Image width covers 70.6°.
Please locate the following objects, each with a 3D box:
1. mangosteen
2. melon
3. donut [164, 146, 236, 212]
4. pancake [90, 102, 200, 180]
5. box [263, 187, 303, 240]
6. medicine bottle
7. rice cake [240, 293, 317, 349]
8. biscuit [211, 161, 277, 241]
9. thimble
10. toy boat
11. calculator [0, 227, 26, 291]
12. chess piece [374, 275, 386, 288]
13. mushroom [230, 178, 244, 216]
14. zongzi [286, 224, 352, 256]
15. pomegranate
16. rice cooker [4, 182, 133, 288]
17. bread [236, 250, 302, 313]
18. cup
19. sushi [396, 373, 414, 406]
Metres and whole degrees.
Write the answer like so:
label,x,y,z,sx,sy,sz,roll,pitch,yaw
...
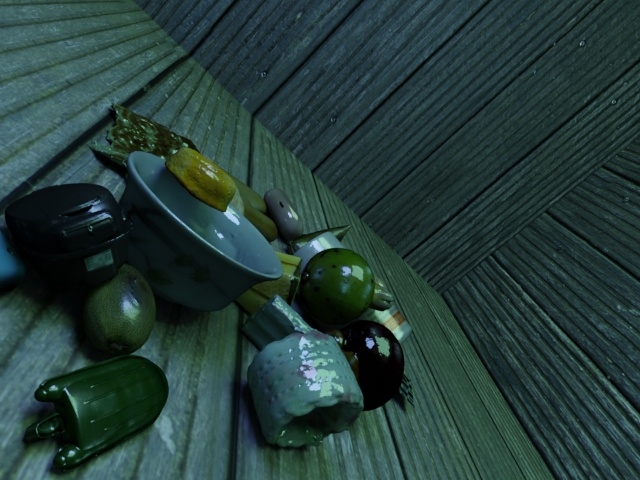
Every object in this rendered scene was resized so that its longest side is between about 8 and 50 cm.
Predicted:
label,x,y,z,sx,sy,sz,roll,pitch,yaw
mangosteen,0.070,0.284,1.054,0.249,0.211,0.211,17,27,-22
melon,-0.296,0.096,0.667,0.099,0.099,0.162,35,18,-41
donut,-0.228,-0.123,0.884,0.152,0.058,0.152,39,7,-5
pancake,-0.438,-0.218,1.197,0.304,0.067,0.427,30,22,-30
box,-0.131,-0.092,1.604,0.200,0.088,0.146,57,-13,21
medicine bottle,0.070,0.174,1.295,0.371,0.211,0.211,52,15,13
rice cake,-0.054,0.233,0.959,0.237,0.127,0.043,50,25,-2
biscuit,-0.261,-0.129,1.440,0.290,0.062,0.237,37,17,-42
thimble,-0.028,0.277,0.827,0.211,0.185,0.149,82,-15,-49
toy boat,-0.262,0.203,0.572,0.104,0.052,0.210,66,17,8
calculator,-0.466,0.010,0.487,0.173,0.051,0.293,47,14,2
chess piece,0.116,0.181,1.623,0.260,0.143,0.143,15,35,-53
mushroom,-0.265,-0.092,1.177,0.127,0.166,0.166,-9,43,-19
zongzi,-0.002,-0.001,1.565,0.094,0.204,0.205,62,18,15
pomegranate,0.064,0.119,1.115,0.247,0.202,0.202,20,24,-20
rice cooker,-0.354,-0.014,0.642,0.142,0.119,0.203,-27,38,-36
bread,-0.183,0.103,1.096,0.263,0.163,0.168,15,16,2
cup,-0.251,0.008,0.848,0.347,0.163,0.347,41,6,-6
sushi,0.235,0.445,1.430,0.139,0.031,0.201,47,11,1
